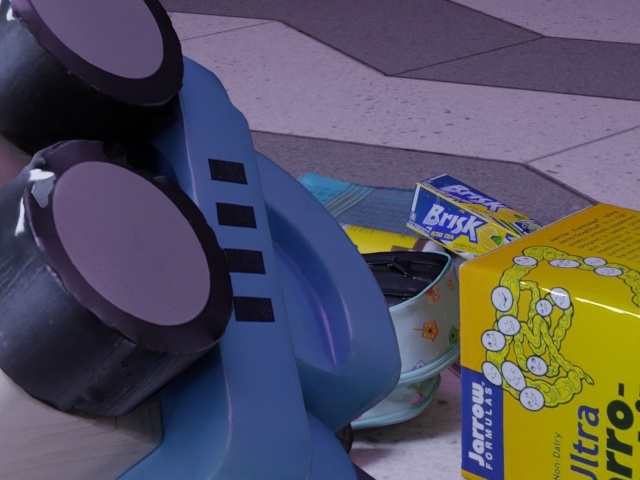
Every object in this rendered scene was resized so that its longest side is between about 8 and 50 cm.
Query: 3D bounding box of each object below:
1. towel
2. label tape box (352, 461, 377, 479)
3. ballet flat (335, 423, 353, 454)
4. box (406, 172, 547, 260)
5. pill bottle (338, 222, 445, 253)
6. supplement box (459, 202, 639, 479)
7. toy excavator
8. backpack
[{"bbox_3d":[0.000,0.000,1.758,0.271,0.040,0.370,9,23,30],"label":"towel"},{"bbox_3d":[-0.044,0.226,0.892,0.348,0.115,0.249,38,33,-9],"label":"label tape box"},{"bbox_3d":[-0.055,0.174,1.260,0.173,0.049,0.057,-11,21,-24],"label":"ballet flat"},{"bbox_3d":[0.178,-0.011,1.683,0.169,0.059,0.054,30,32,31],"label":"box"},{"bbox_3d":[0.008,0.040,1.496,0.215,0.117,0.117,10,22,14],"label":"pill bottle"},{"bbox_3d":[0.301,0.118,1.170,0.357,0.194,0.195,16,26,42],"label":"supplement box"},{"bbox_3d":[-0.025,0.117,0.770,0.445,0.222,0.433,24,39,-38],"label":"toy excavator"},{"bbox_3d":[0.040,0.084,1.345,0.188,0.144,0.166,-19,10,24],"label":"backpack"}]
